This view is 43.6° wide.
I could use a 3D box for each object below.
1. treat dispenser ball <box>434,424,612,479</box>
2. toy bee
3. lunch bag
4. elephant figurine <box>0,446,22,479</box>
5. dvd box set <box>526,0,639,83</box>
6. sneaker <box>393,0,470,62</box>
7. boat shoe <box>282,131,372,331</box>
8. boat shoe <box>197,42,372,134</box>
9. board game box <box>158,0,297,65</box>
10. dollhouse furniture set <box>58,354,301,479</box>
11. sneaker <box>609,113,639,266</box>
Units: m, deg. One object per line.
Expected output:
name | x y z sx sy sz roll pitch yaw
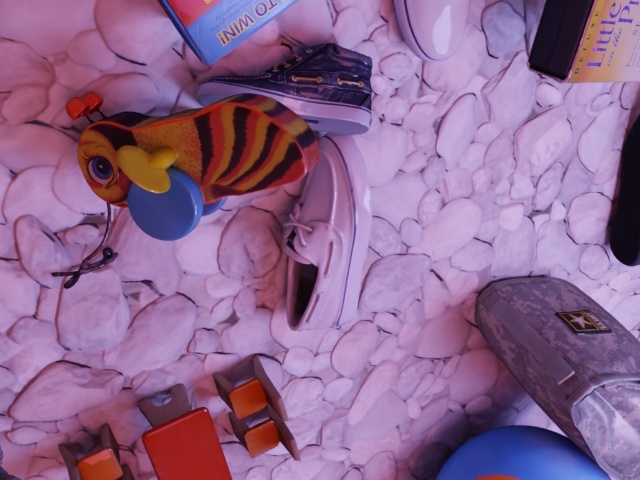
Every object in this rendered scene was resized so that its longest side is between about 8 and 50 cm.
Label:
treat dispenser ball | 0.305 0.424 1.199 0.288 0.288 0.288 -13 122 -22
toy bee | -0.162 -0.077 0.749 0.298 0.195 0.162 -28 102 1
lunch bag | 0.367 0.182 1.129 0.169 0.235 0.287 -46 129 9
elephant figurine | -0.381 0.248 0.760 0.170 0.239 0.185 -4 119 -27
dvd box set | 0.422 -0.334 0.916 0.421 0.062 0.307 -11 123 -40
sneaker | 0.135 -0.304 0.820 0.094 0.091 0.258 -13 122 -22
boat shoe | 0.000 0.000 0.918 0.084 0.095 0.258 -14 122 -26
boat shoe | -0.034 -0.165 0.835 0.184 0.065 0.083 7 78 -13
board game box | -0.049 -0.342 0.635 0.308 0.086 0.302 -37 148 -2
dollhouse furniture set | -0.148 0.311 0.988 0.262 0.135 0.259 -23 125 -16
sneaker | 0.511 -0.094 1.146 0.145 0.090 0.270 -14 126 -23
